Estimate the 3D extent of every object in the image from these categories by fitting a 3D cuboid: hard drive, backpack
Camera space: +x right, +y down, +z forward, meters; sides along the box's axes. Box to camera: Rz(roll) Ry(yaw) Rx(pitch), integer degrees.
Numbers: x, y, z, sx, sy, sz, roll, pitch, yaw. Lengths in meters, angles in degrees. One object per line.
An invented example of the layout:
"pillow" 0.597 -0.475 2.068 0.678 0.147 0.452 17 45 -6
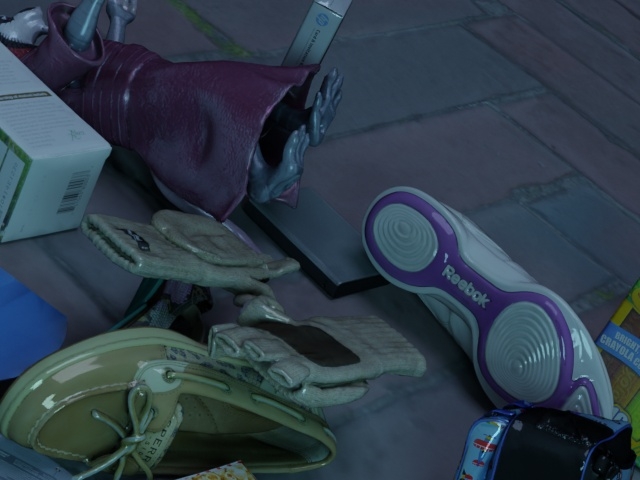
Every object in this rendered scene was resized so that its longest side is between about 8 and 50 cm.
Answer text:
"hard drive" 0.000 0.000 1.485 0.135 0.022 0.094 43 33 26
"backpack" 0.179 0.201 1.191 0.117 0.158 0.173 19 11 22

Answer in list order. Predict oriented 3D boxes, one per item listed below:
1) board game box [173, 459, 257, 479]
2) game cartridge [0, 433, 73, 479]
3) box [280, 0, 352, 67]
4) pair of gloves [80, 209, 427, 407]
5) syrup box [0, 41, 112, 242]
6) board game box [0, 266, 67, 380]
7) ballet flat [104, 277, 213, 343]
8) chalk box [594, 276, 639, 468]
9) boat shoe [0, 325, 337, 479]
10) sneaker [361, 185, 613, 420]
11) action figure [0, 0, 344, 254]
"board game box" -0.058 0.244 1.028 0.147 0.045 0.193 -8 45 -46
"game cartridge" -0.214 0.164 1.056 0.083 0.017 0.056 28 33 1
"box" -0.018 -0.192 1.607 0.038 0.186 0.145 26 29 -2
"pair of gloves" -0.051 0.052 1.172 0.240 0.042 0.204 35 18 25
"syrup box" -0.303 -0.110 1.335 0.237 0.093 0.096 42 33 25
"board game box" -0.280 0.063 1.146 0.169 0.033 0.133 34 34 20
"ballet flat" -0.134 0.080 1.209 0.079 0.077 0.221 46 28 -7
"chalk box" 0.356 0.099 1.429 0.132 0.213 0.132 -8 45 -46
"boat shoe" -0.102 0.129 1.114 0.285 0.104 0.089 1 42 -43
"sneaker" 0.176 0.063 1.439 0.305 0.114 0.152 50 17 20
"action figure" -0.177 -0.126 1.441 0.370 0.275 0.248 12 -2 9
